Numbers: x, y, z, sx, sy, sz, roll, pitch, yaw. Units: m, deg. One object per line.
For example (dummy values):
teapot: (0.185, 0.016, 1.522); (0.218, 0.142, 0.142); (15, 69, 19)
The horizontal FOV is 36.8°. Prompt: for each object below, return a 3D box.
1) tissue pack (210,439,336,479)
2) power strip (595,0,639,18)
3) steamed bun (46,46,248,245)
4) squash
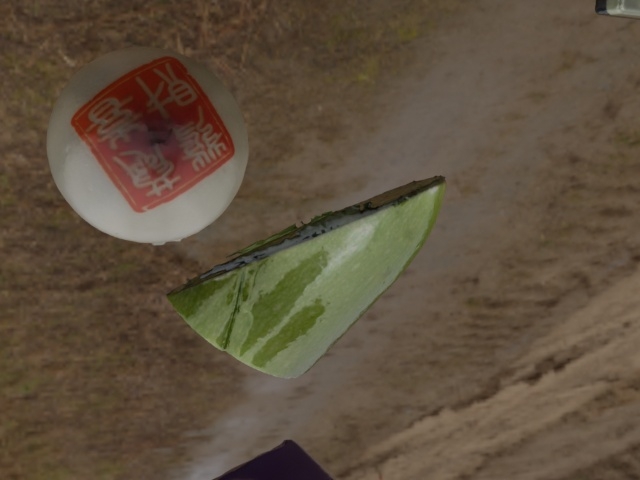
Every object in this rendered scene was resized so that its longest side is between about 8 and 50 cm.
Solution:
tissue pack: (-0.047, 0.316, 0.801); (0.242, 0.160, 0.338); (-32, -167, -13)
power strip: (0.484, -0.468, 1.455); (0.105, 0.256, 0.070); (-2, -171, -27)
steamed bun: (-0.316, -0.178, 1.772); (0.375, 0.374, 0.241); (-2, 179, -10)
squash: (0.000, 0.000, 1.192); (0.309, 0.210, 0.233); (-52, 175, 13)
